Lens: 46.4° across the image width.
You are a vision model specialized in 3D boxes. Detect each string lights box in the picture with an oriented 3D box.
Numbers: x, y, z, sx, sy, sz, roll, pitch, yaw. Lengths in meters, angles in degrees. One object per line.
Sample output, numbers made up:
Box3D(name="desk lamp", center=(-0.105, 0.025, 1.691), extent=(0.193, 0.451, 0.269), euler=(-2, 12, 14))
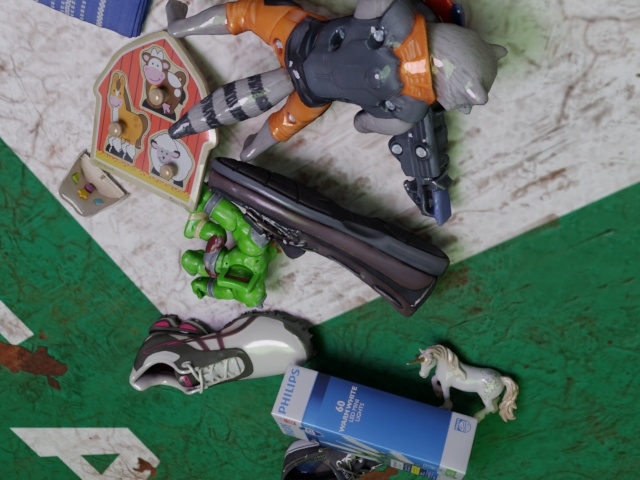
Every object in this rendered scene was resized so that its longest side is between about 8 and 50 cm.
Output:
Box3D(name="string lights box", center=(0.074, 0.253, 1.022), extent=(0.259, 0.077, 0.133), euler=(14, 157, 12))

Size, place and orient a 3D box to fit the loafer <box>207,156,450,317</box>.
Box3D(name="loafer", center=(0.000, 0.000, 0.873), extent=(0.302, 0.109, 0.095), euler=(23, 104, -6))

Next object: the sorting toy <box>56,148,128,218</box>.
Box3D(name="sorting toy", center=(-0.311, -0.064, 0.988), extent=(0.044, 0.075, 0.083), euler=(-32, 107, 34))

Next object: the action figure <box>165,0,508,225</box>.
Box3D(name="action figure", center=(0.027, -0.134, 0.759), extent=(0.330, 0.178, 0.342), euler=(-3, 120, 33))

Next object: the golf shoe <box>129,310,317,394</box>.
Box3D(name="golf shoe", center=(-0.139, 0.173, 1.061), extent=(0.272, 0.120, 0.105), euler=(-6, 119, 22))

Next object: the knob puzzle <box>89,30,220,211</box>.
Box3D(name="knob puzzle", center=(-0.202, -0.150, 0.883), extent=(0.213, 0.030, 0.213), euler=(8, 108, 28))

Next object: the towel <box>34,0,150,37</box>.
Box3D(name="towel", center=(-0.315, -0.357, 0.750), extent=(0.335, 0.040, 0.243), euler=(21, 141, -12))

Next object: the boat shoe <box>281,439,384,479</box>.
Box3D(name="boat shoe", center=(0.033, 0.333, 1.131), extent=(0.228, 0.076, 0.080), euler=(-17, 116, 29))

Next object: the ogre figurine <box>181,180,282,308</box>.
Box3D(name="ogre figurine", center=(-0.119, 0.020, 0.965), extent=(0.118, 0.097, 0.197), euler=(25, 117, 17))

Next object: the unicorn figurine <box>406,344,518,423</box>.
Box3D(name="unicorn figurine", center=(0.185, 0.189, 0.996), extent=(0.161, 0.060, 0.111), euler=(4, 125, -2))
